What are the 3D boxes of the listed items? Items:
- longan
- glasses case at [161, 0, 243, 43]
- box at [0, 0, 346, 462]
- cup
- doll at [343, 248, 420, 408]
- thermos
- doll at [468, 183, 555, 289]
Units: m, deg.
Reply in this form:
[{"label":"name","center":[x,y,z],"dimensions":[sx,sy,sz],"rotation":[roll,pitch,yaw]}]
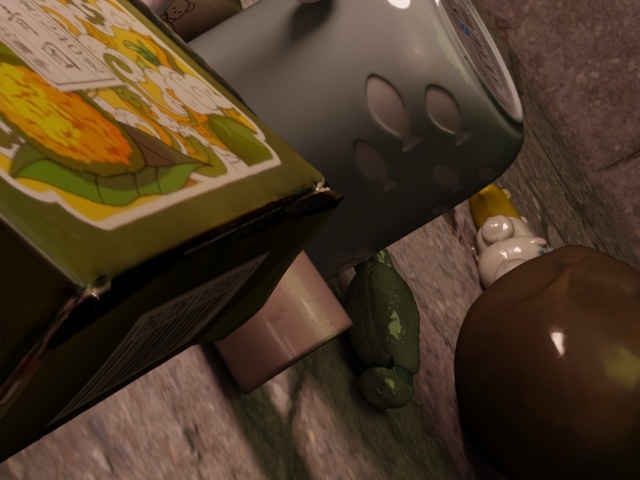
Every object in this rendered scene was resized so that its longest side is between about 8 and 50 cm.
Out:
[{"label":"longan","center":[0.281,0.156,1.906],"dimensions":[0.288,0.288,0.350],"rotation":[60,19,-7]},{"label":"glasses case","center":[-0.143,-0.236,1.578],"dimensions":[0.196,0.083,0.050],"rotation":[33,36,-55]},{"label":"box","center":[-0.218,-0.095,0.818],"dimensions":[0.420,0.138,0.373],"rotation":[42,17,6]},{"label":"cup","center":[0.000,-0.147,1.528],"dimensions":[0.357,0.274,0.259],"rotation":[48,21,-42]},{"label":"doll","center":[0.065,0.085,1.706],"dimensions":[0.103,0.071,0.214],"rotation":[46,26,-39]},{"label":"thermos","center":[-0.071,0.019,1.390],"dimensions":[0.193,0.105,0.137],"rotation":[56,-10,3]},{"label":"doll","center":[0.274,0.036,2.340],"dimensions":[0.252,0.111,0.237],"rotation":[55,17,-51]}]
